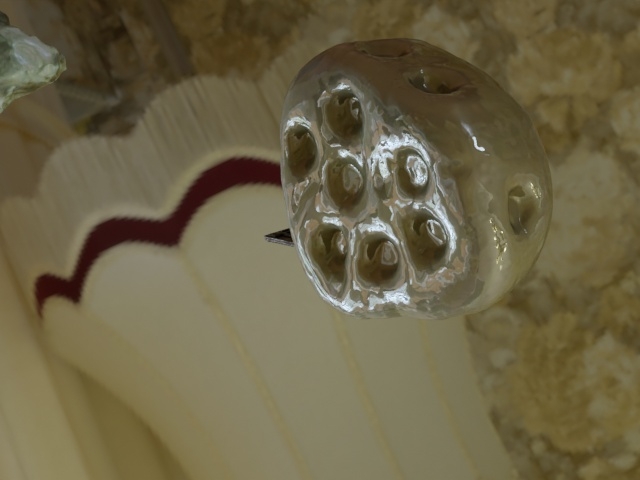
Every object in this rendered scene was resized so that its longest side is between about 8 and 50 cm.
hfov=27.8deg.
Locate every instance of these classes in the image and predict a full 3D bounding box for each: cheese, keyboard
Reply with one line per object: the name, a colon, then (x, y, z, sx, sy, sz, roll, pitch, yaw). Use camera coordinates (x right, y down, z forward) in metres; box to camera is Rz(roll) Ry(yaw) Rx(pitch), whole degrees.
cheese: (0.064, -0.040, 0.975, 0.117, 0.235, 0.218, -14, 151, -41)
keyboard: (0.000, 0.000, 1.564, 0.061, 0.013, 0.204, -16, -167, -25)

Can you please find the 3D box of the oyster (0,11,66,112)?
oyster: (-0.329, -0.102, 0.901, 0.267, 0.198, 0.112, -38, 162, -6)
